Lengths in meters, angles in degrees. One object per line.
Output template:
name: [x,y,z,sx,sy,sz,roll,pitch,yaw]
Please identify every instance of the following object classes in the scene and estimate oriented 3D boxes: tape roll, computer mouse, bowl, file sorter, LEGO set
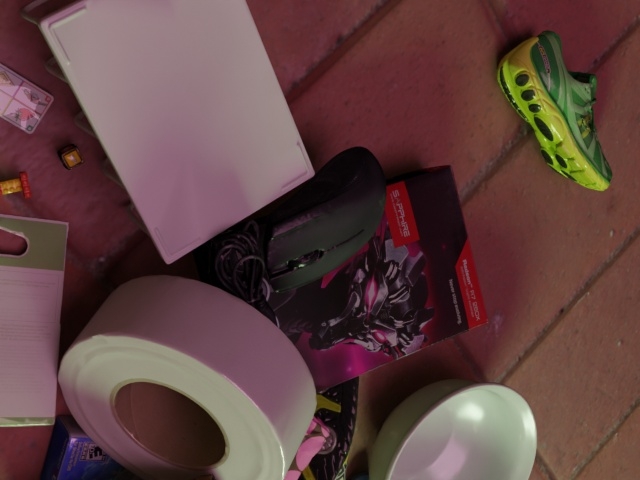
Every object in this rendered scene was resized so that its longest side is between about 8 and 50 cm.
tape roll: [-0.150,0.178,1.049,0.100,0.286,0.286,-61,137,-45]
computer mouse: [0.000,0.000,1.066,0.272,0.072,0.189,-45,147,-27]
bowl: [0.181,0.330,1.421,0.297,0.134,0.298,-13,115,-29]
file sorter: [-0.169,-0.160,0.985,0.192,0.173,0.278,-33,122,-17]
LEGO set: [-0.370,-0.104,0.949,0.244,0.060,0.183,33,89,-33]

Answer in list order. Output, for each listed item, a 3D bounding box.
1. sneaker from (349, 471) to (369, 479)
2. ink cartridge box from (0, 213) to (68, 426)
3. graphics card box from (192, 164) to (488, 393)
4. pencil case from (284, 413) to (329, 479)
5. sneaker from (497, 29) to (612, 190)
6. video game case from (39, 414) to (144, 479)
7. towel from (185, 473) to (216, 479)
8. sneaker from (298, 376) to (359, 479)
sneaker: [0.055,0.431,1.425,0.053,0.059,0.144,15,99,-33]
ink cartridge box: [-0.378,0.089,1.024,0.171,0.056,0.235,7,80,-35]
graphics card box: [0.035,0.055,1.212,0.370,0.094,0.233,-17,98,-25]
pencil case: [-0.082,0.298,1.188,0.095,0.098,0.209,42,83,-13]
sneaker: [0.376,-0.185,1.363,0.123,0.109,0.295,-44,125,-6]
video game case: [-0.254,0.369,1.204,0.244,0.061,0.270,11,102,-36]
towel: [-0.187,0.443,1.139,0.271,0.040,0.370,-17,126,7]
sneaker: [-0.031,0.328,1.302,0.145,0.147,0.385,12,88,7]
